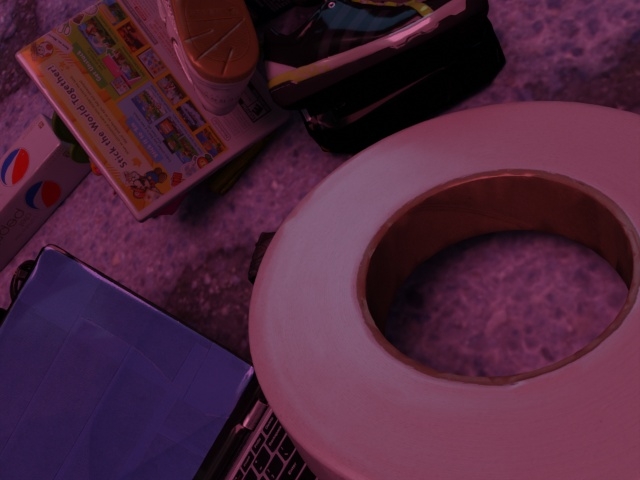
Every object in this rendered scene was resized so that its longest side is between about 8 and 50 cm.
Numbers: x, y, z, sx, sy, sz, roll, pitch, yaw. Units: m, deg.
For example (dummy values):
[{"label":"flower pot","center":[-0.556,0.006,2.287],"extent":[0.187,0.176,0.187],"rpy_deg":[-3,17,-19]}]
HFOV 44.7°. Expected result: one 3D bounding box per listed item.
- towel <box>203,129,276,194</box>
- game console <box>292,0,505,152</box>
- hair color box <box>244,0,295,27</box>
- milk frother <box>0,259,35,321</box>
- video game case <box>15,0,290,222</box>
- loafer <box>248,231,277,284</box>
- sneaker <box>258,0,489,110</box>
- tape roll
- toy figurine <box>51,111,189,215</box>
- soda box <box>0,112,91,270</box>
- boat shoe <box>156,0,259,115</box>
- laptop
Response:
[{"label":"towel","center":[-0.151,-0.159,0.956],"extent":[0.102,0.021,0.237],"rpy_deg":[-46,56,3]},{"label":"game console","center":[0.022,-0.284,0.803],"extent":[0.213,0.044,0.361],"rpy_deg":[-27,87,19]},{"label":"hair color box","center":[-0.005,-0.400,0.907],"extent":[0.347,0.105,0.174],"rpy_deg":[-22,64,21]},{"label":"milk frother","center":[-0.422,0.079,0.949],"extent":[0.129,0.135,0.143],"rpy_deg":[-1,73,15]},{"label":"video game case","center":[-0.181,-0.168,0.857],"extent":[0.206,0.026,0.227],"rpy_deg":[-37,89,-12]},{"label":"loafer","center":[0.000,0.000,0.784],"extent":[0.170,0.062,0.061],"rpy_deg":[-14,61,24]},{"label":"sneaker","center":[0.038,-0.204,0.737],"extent":[0.234,0.084,0.097],"rpy_deg":[-19,88,19]},{"label":"tape roll","center":[0.137,0.039,0.591],"extent":[0.391,0.072,0.392],"rpy_deg":[-12,43,11]},{"label":"toy figurine","center":[-0.223,-0.089,0.921],"extent":[0.159,0.130,0.173],"rpy_deg":[54,143,15]},{"label":"soda box","center":[-0.401,-0.058,1.031],"extent":[0.216,0.069,0.074],"rpy_deg":[-46,57,8]},{"label":"boat shoe","center":[-0.130,-0.254,0.815],"extent":[0.098,0.096,0.277],"rpy_deg":[-3,63,-16]},{"label":"laptop","center":[-0.186,0.273,0.655],"extent":[0.382,0.236,0.408],"rpy_deg":[-60,32,3]}]
